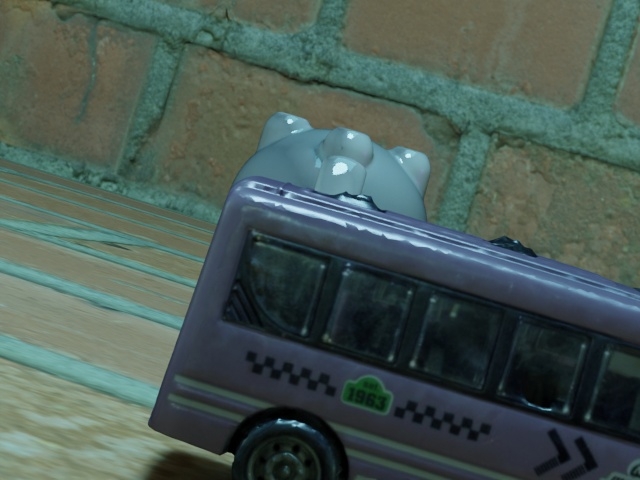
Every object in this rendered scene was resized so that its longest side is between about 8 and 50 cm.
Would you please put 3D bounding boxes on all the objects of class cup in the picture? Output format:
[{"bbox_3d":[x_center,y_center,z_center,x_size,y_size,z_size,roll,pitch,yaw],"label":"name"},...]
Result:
[{"bbox_3d":[-0.009,-0.003,1.037,0.134,0.142,0.173,18,3,29],"label":"cup"}]

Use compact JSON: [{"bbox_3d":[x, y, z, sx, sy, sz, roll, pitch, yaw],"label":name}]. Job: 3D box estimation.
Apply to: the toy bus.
[{"bbox_3d":[0.052,0.049,0.545,0.198,0.108,0.096,16,2,2],"label":"toy bus"}]
